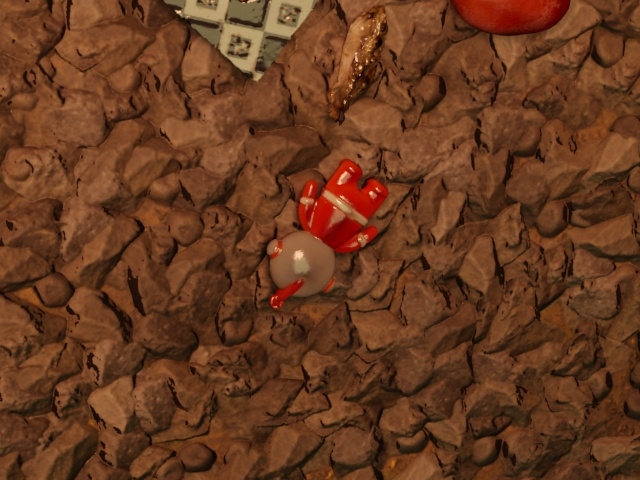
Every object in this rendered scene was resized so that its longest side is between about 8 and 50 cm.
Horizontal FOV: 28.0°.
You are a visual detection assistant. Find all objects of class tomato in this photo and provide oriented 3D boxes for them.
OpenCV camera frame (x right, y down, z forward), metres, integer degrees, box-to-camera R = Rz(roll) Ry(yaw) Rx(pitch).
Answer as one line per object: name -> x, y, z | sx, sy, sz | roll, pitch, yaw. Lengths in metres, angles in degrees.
tomato -> 0.263, -0.364, 1.796 | 0.187, 0.151, 0.187 | -6, 117, -12

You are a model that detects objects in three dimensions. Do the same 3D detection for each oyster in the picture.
oyster -> 0.055, -0.248, 1.810 | 0.056, 0.105, 0.177 | 18, 83, -8

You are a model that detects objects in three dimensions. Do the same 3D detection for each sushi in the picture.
sushi -> -0.105, -0.418, 1.721 | 0.292, 0.059, 0.294 | 38, 97, -24

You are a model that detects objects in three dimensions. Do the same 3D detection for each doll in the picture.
doll -> 0.000, 0.000, 1.902 | 0.142, 0.076, 0.245 | 34, 95, -23
